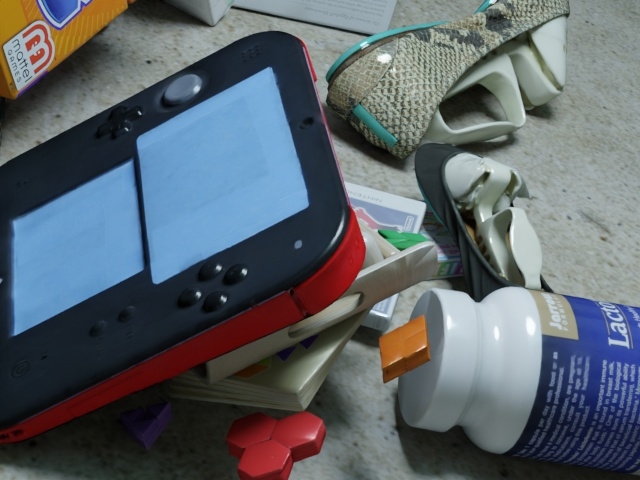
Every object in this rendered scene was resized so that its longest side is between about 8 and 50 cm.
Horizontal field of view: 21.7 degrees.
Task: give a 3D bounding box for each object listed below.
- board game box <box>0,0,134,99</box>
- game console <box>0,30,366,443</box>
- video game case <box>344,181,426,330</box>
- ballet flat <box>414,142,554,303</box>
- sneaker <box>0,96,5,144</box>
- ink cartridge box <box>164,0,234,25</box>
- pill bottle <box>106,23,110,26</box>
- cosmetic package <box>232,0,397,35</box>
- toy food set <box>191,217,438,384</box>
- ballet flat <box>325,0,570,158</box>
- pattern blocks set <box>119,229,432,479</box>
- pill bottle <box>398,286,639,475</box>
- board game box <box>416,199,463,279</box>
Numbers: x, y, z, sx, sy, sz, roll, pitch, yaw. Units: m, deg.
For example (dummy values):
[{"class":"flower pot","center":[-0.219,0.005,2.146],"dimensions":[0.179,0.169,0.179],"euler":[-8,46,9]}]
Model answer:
[{"class":"board game box","center":[-0.360,-0.416,1.660],"dimensions":[0.356,0.357,0.356],"euler":[19,49,31]},{"class":"game console","center":[-0.142,-0.020,1.441],"dimensions":[0.342,0.060,0.386],"euler":[-23,36,6]},{"class":"video game case","center":[0.000,0.000,1.662],"dimensions":[0.183,0.023,0.201],"euler":[15,38,5]},{"class":"ballet flat","center":[0.178,-0.018,1.699],"dimensions":[0.095,0.096,0.280],"euler":[3,48,-29]},{"class":"sneaker","center":[-0.379,-0.067,1.545],"dimensions":[0.118,0.107,0.279],"euler":[9,23,1]},{"class":"ink cartridge box","center":[-0.199,-0.363,1.978],"dimensions":[0.181,0.225,0.056],"euler":[29,70,14]},{"class":"pill bottle","center":[-0.321,-0.326,1.939],"dimensions":[0.186,0.112,0.112],"euler":[16,32,-6]},{"class":"cosmetic package","center":[0.002,-0.404,2.124],"dimensions":[0.224,0.225,0.138],"euler":[10,30,-15]},{"class":"toy food set","center":[-0.065,-0.005,1.479],"dimensions":[0.219,0.092,0.306],"euler":[-26,33,-17]},{"class":"ballet flat","center":[0.197,-0.212,2.035],"dimensions":[0.182,0.164,0.483],"euler":[50,44,7]},{"class":"pattern blocks set","center":[-0.035,0.083,1.445],"dimensions":[0.285,0.026,0.325],"euler":[15,43,39]},{"class":"pill bottle","center":[0.212,0.124,1.499],"dimensions":[0.264,0.153,0.153],"euler":[9,33,-15]},{"class":"board game box","center":[0.108,-0.001,1.753],"dimensions":[0.154,0.026,0.103],"euler":[-4,39,-33]}]
